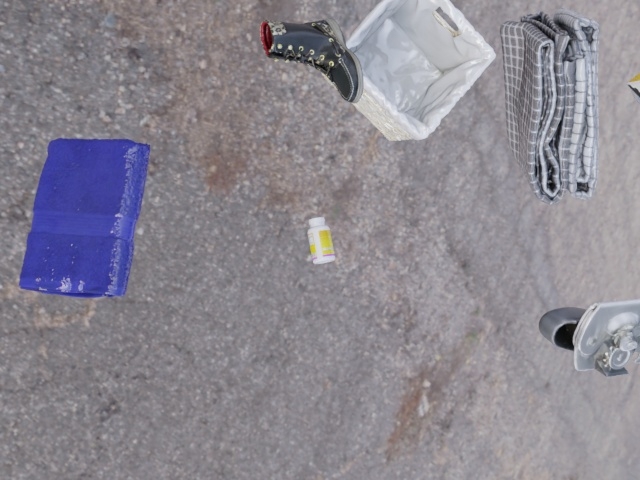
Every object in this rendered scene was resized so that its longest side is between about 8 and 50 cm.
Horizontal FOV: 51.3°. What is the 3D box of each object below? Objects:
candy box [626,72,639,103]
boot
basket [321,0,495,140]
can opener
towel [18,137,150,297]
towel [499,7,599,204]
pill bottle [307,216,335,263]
[{"bbox_3d":[0.598,-0.199,0.981,0.159,0.233,0.071,-42,149,20],"label":"candy box"},{"bbox_3d":[-0.020,-0.387,1.430,0.178,0.236,0.085,-6,149,-27],"label":"boot"},{"bbox_3d":[0.227,-0.486,1.842,0.328,0.266,0.331,42,82,-11],"label":"basket"},{"bbox_3d":[0.363,0.082,0.702,0.283,0.095,0.076,-3,112,-23],"label":"can opener"},{"bbox_3d":[-0.447,-0.043,1.287,0.076,0.227,0.308,42,53,-72],"label":"towel"},{"bbox_3d":[0.377,-0.231,1.108,0.235,0.121,0.284,-76,158,-64],"label":"towel"},{"bbox_3d":[0.000,0.000,1.253,0.043,0.043,0.083,2,75,-57],"label":"pill bottle"}]
